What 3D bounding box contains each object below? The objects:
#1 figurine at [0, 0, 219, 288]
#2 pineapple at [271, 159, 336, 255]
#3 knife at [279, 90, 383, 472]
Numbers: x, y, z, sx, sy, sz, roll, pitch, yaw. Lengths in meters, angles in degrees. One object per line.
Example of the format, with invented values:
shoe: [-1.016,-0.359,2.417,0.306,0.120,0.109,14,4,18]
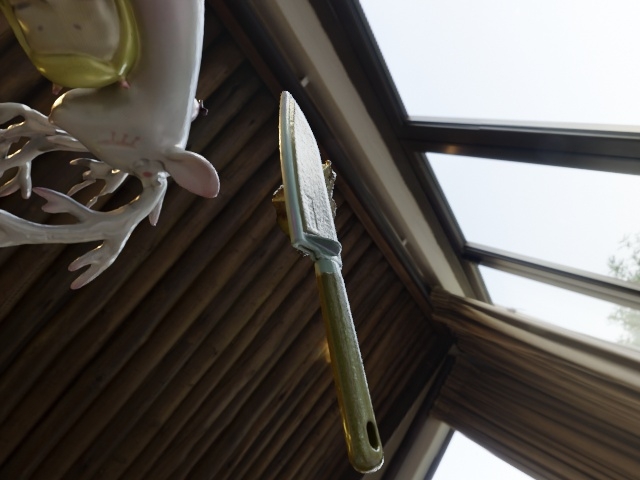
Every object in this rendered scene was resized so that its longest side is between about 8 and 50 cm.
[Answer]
figurine: [-0.218,-0.126,0.355,0.285,0.206,0.315,-15,-61,-8]
pineapple: [-0.036,-0.085,1.070,0.186,0.115,0.236,20,-112,-53]
knife: [-0.001,0.000,0.360,0.061,0.027,0.342,31,-140,-47]
